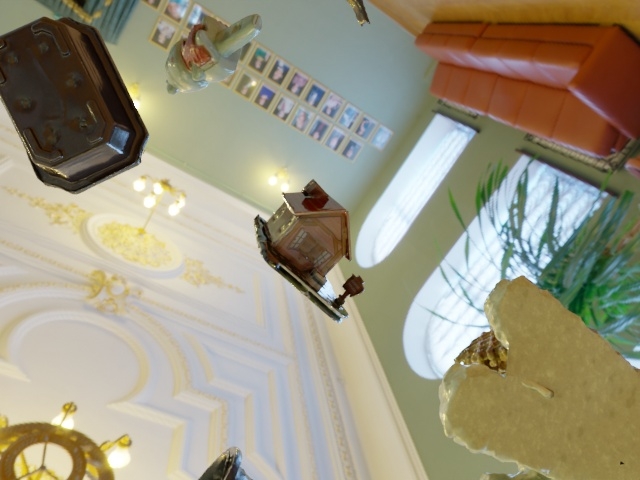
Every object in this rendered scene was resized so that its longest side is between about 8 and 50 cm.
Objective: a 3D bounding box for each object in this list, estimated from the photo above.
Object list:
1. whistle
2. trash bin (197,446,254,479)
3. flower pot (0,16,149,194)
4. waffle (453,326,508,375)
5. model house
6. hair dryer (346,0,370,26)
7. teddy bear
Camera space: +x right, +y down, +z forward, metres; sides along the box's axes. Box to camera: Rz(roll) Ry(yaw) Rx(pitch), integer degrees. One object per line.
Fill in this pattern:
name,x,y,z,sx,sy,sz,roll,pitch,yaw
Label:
whistle,-0.205,-0.338,0.871,0.105,0.253,0.102,-3,-98,-54
trash bin,-0.051,0.259,0.317,0.161,0.175,0.175,38,-164,-2
flower pot,-0.378,-0.205,0.693,0.251,0.178,0.084,64,176,-1
waffle,0.371,0.203,0.937,0.193,0.197,0.070,-29,-98,-33
model house,-0.001,-0.001,0.908,0.207,0.154,0.294,41,-175,-19
hair dryer,-0.061,-0.412,0.663,0.340,0.312,0.123,46,164,-24
teddy bear,0.313,0.261,0.720,0.375,0.327,0.362,32,165,2
